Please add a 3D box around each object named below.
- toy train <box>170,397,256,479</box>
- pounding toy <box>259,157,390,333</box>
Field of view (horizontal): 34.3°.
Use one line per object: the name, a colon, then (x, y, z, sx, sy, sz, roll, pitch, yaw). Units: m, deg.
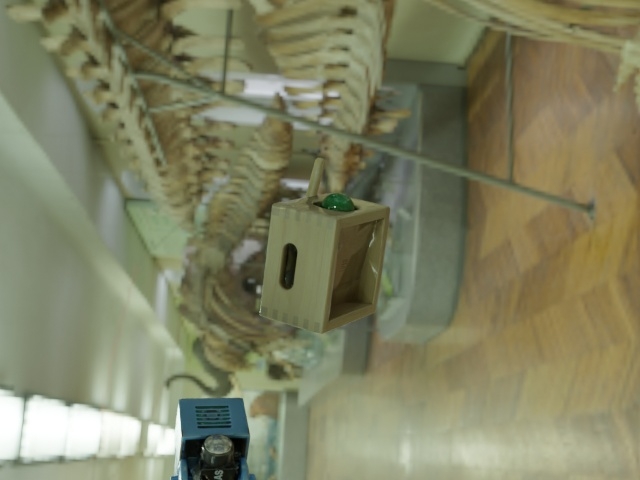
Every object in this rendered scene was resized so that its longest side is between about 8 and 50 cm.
toy train: (-0.105, 0.238, 0.977, 0.105, 0.080, 0.184, -104, 19, -54)
pounding toy: (0.000, 0.000, 1.012, 0.130, 0.100, 0.141, -14, -65, -59)
